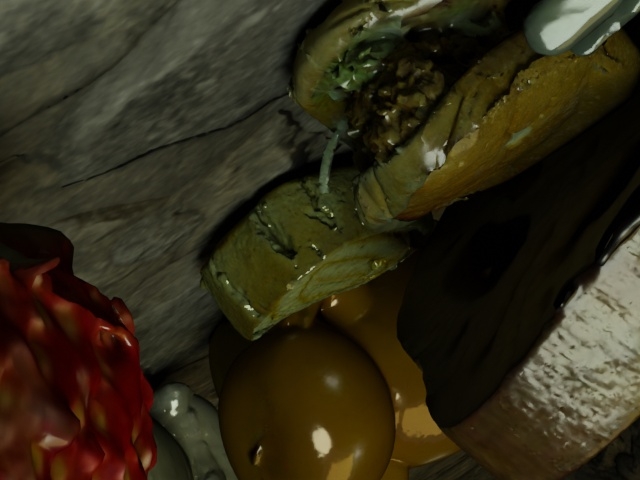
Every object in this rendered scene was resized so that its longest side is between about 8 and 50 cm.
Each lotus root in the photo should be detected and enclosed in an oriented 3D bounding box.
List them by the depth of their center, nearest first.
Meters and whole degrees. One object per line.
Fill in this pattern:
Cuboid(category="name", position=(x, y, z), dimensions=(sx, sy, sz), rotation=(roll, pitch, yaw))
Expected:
Cuboid(category="lotus root", position=(0.175, -0.027, 1.065), dimensions=(0.375, 0.111, 0.390), rotation=(-54, -170, -30))

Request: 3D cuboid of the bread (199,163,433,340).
Cuboid(category="bread", position=(0.000, 0.000, 1.186), dimensions=(0.156, 0.064, 0.117), rotation=(-20, 164, -50))

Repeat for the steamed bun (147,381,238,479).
Cuboid(category="steamed bun", position=(-0.179, 0.263, 1.335), dimensions=(0.324, 0.219, 0.310), rotation=(-40, 167, 24))

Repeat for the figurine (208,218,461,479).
Cuboid(category="figurine", position=(0.031, 0.092, 1.309), dimensions=(0.228, 0.215, 0.215), rotation=(-17, 161, -17))

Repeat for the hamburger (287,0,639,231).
Cuboid(category="hamburger", position=(0.064, -0.084, 0.979), dimensions=(0.185, 0.113, 0.177), rotation=(-32, 174, 24))

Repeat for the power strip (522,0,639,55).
Cuboid(category="power strip", position=(0.170, -0.171, 0.842), dimensions=(0.224, 0.140, 0.139), rotation=(-38, 166, 21))

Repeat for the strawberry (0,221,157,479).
Cuboid(category="strawberry", position=(-0.178, 0.158, 0.747), dimensions=(0.292, 0.343, 0.292), rotation=(-16, 172, -2))
